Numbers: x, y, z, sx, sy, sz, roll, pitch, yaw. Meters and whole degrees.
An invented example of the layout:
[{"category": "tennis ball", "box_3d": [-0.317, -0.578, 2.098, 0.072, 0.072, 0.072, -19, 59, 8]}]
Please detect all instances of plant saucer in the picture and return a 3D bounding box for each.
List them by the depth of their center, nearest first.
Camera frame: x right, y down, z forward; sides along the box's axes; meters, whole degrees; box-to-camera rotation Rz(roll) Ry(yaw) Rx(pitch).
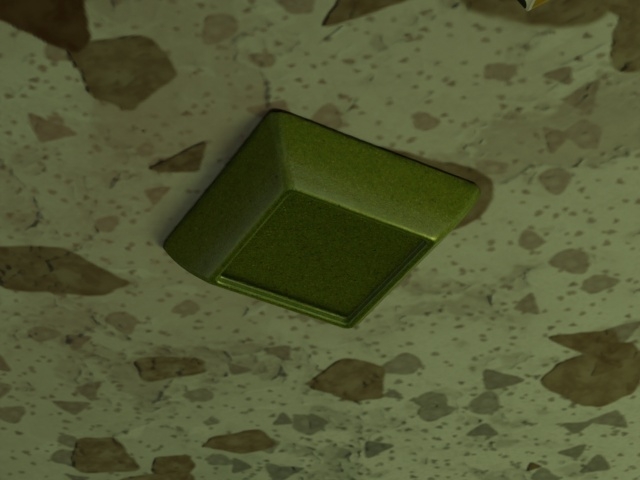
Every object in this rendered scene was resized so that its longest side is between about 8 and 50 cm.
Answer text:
[{"category": "plant saucer", "box_3d": [0.000, 0.000, 1.310, 0.188, 0.045, 0.188, 19, 137, -24]}]

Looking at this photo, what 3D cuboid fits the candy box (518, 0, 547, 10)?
[{"category": "candy box", "box_3d": [0.125, -0.255, 0.978, 0.159, 0.071, 0.233, -26, 136, 26]}]
